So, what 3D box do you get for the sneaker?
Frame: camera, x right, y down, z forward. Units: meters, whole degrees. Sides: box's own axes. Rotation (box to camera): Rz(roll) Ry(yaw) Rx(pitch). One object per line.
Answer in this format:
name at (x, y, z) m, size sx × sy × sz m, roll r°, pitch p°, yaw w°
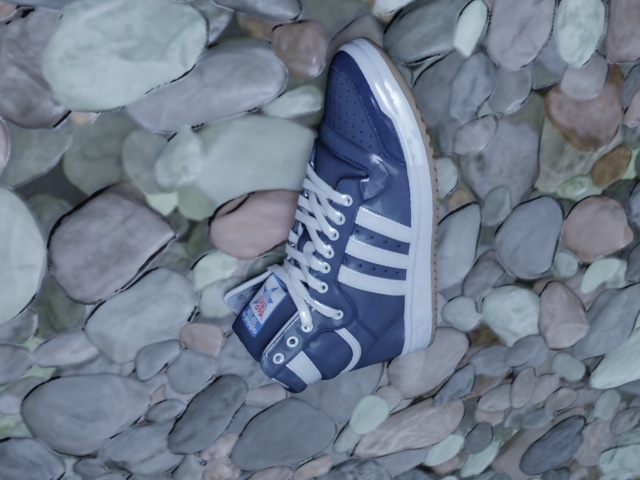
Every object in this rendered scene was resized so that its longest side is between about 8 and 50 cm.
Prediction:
sneaker at (0.000, 0.000, 0.680) m, size 0.153 × 0.099 × 0.282 m, roll -20°, pitch 129°, yaw -14°
